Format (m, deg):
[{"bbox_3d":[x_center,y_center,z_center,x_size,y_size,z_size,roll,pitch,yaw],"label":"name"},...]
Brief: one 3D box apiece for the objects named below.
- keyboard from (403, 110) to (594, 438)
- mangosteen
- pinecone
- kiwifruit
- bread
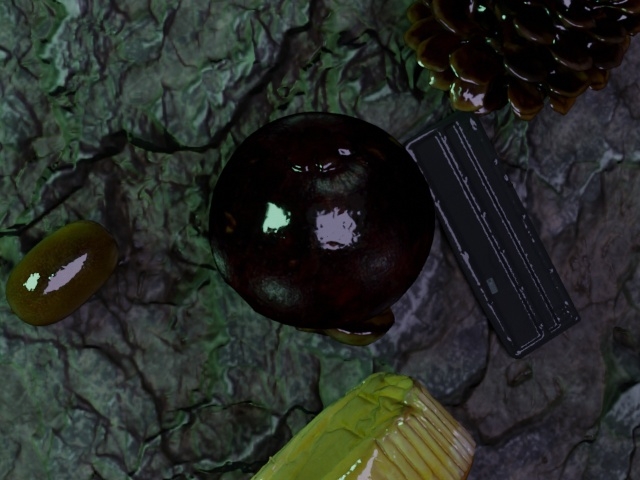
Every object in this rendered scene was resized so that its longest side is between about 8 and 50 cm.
[{"bbox_3d":[0.214,0.039,1.825,0.103,0.041,0.381,-30,96,-12],"label":"keyboard"},{"bbox_3d":[0.000,0.000,1.675,0.228,0.228,0.265,-17,139,-16],"label":"mangosteen"},{"bbox_3d":[0.219,-0.260,1.678,0.246,0.292,0.246,12,58,-20],"label":"pinecone"},{"bbox_3d":[-0.255,0.032,1.655,0.124,0.075,0.075,-39,104,-7],"label":"kiwifruit"},{"bbox_3d":[0.037,0.254,1.707,0.250,0.179,0.133,-44,109,-10],"label":"bread"}]
